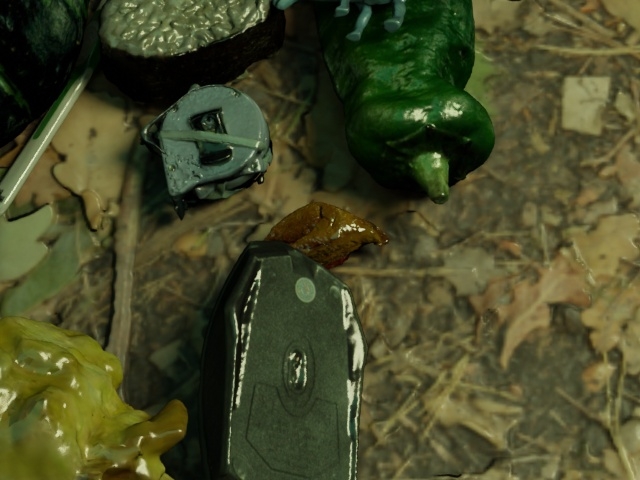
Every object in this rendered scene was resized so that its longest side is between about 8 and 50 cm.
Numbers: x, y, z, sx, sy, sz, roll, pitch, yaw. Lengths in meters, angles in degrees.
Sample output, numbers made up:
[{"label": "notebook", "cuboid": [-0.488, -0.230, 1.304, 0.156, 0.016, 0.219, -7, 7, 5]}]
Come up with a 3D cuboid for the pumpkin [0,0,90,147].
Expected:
[{"label": "pumpkin", "cuboid": [-0.325, -0.205, 1.472, 0.315, 0.238, 0.315, -2, 66, 3]}]

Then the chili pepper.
[{"label": "chili pepper", "cuboid": [0.066, -0.141, 1.469, 0.136, 0.099, 0.270, -5, 61, -5]}]

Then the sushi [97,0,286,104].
[{"label": "sushi", "cuboid": [-0.099, -0.165, 1.510, 0.150, 0.078, 0.091, -22, 65, -10]}]

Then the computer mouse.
[{"label": "computer mouse", "cuboid": [-0.035, 0.110, 1.371, 0.071, 0.126, 0.231, -21, 60, 46]}]

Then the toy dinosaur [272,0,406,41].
[{"label": "toy dinosaur", "cuboid": [0.047, -0.191, 1.422, 0.197, 0.045, 0.080, -13, 46, 29]}]

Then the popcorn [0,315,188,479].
[{"label": "popcorn", "cuboid": [-0.213, 0.165, 1.317, 0.266, 0.192, 0.233, -6, 67, 7]}]

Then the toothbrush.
[{"label": "toothbrush", "cuboid": [-0.188, -0.146, 1.540, 0.030, 0.030, 0.304, 24, 71, 16]}]

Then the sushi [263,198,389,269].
[{"label": "sushi", "cuboid": [0.000, 0.000, 1.446, 0.099, 0.047, 0.050, -11, 52, 21]}]

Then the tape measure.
[{"label": "tape measure", "cuboid": [-0.085, -0.073, 1.482, 0.094, 0.054, 0.091, -27, 72, -3]}]
